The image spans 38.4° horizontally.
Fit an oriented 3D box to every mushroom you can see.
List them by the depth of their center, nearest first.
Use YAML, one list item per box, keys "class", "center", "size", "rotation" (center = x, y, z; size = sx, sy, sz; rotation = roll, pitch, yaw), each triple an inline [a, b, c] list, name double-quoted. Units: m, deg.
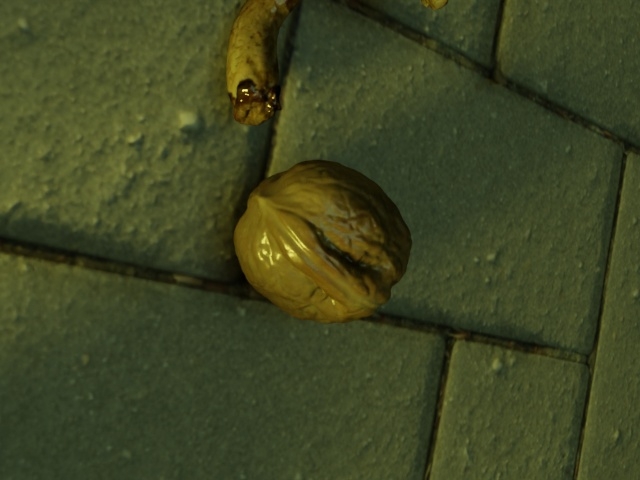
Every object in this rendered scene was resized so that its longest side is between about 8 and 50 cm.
- class: "mushroom"
  center: [0.001, -0.294, 0.880]
  size: [0.301, 0.208, 0.233]
  rotation: [-31, 72, -24]

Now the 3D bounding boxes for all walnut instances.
- class: "walnut"
  center: [0.000, 0.000, 0.900]
  size: [0.184, 0.155, 0.155]
  rotation: [34, 71, -35]
